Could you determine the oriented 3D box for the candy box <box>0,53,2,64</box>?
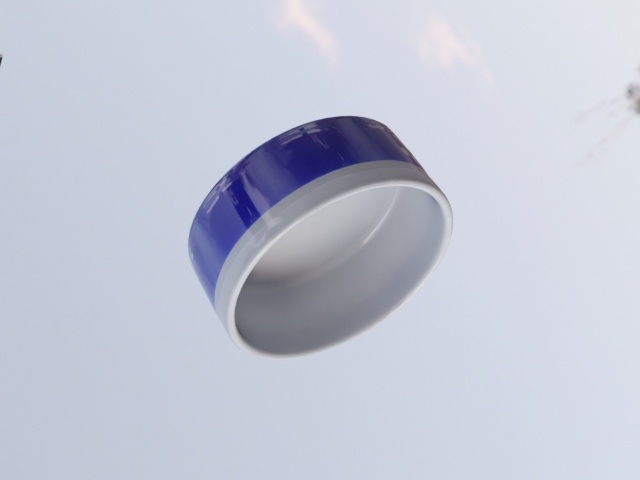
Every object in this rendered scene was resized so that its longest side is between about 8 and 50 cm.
[{"bbox_3d":[-0.364,-0.083,1.209,0.165,0.070,0.196,18,-98,-40],"label":"candy box"}]

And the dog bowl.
[{"bbox_3d":[0.000,0.000,1.556,0.265,0.265,0.104,22,-152,-51],"label":"dog bowl"}]
